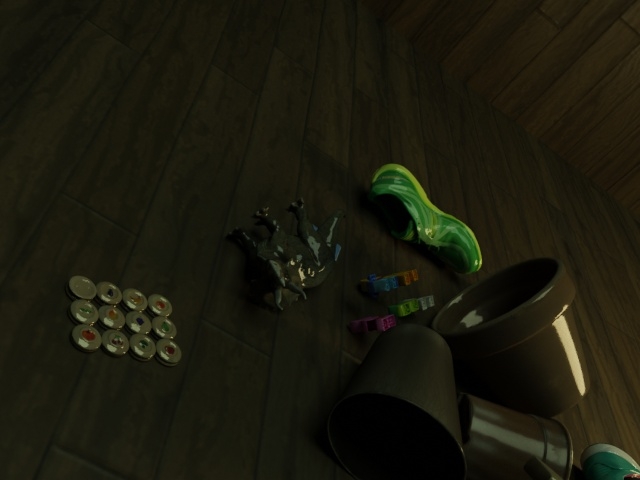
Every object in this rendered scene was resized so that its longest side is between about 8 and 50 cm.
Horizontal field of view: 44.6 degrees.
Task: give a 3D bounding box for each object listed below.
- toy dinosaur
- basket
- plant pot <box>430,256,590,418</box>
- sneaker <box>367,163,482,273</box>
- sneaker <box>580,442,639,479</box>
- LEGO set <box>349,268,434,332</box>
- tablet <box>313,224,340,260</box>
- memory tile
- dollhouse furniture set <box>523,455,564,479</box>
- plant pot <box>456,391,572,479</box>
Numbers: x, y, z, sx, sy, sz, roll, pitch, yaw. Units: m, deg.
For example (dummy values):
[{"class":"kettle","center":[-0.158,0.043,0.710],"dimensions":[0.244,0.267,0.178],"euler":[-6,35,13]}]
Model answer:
[{"class":"toy dinosaur","center":[-0.045,0.023,1.251],"dimensions":[0.160,0.121,0.314],"euler":[61,27,6]},{"class":"basket","center":[0.122,0.231,1.122],"dimensions":[0.204,0.154,0.227],"euler":[41,26,-7]},{"class":"plant pot","center":[0.363,0.192,1.399],"dimensions":[0.229,0.263,0.263],"euler":[60,29,-7]},{"class":"sneaker","center":[0.206,-0.025,1.622],"dimensions":[0.295,0.109,0.123],"euler":[43,52,-4]},{"class":"sneaker","center":[0.592,0.495,1.361],"dimensions":[0.296,0.123,0.178],"euler":[33,25,-2]},{"class":"LEGO set","center":[0.107,0.097,1.351],"dimensions":[0.227,0.093,0.086],"euler":[-11,90,-61]},{"class":"tablet","center":[0.000,0.000,1.411],"dimensions":[0.083,0.006,0.054],"euler":[39,29,-9]},{"class":"memory tile","center":[-0.245,0.100,0.978],"dimensions":[0.148,0.012,0.113],"euler":[17,38,-37]},{"class":"dollhouse furniture set","center":[0.191,0.427,0.583],"dimensions":[0.256,0.362,0.394],"euler":[41,-1,-1]},{"class":"plant pot","center":[0.258,0.317,1.174],"dimensions":[0.165,0.167,0.167],"euler":[26,33,-12]}]
